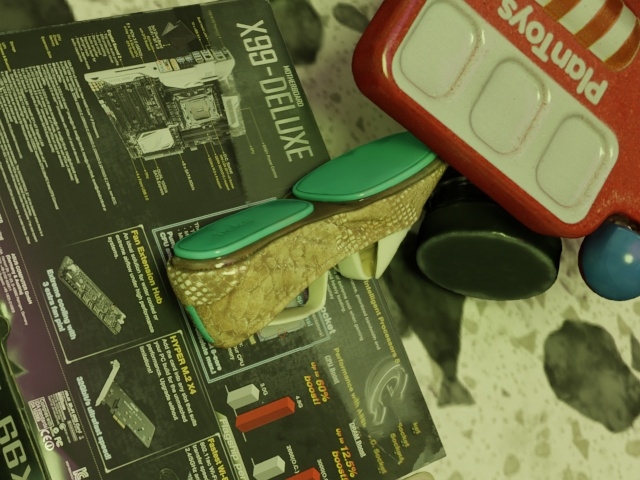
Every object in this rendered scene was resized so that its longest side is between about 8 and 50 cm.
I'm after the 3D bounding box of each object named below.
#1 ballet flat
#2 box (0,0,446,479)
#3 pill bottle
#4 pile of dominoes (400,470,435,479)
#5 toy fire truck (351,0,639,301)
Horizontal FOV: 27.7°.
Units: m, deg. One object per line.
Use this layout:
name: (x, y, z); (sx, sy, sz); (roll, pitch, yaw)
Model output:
ballet flat: (0.000, 0.000, 0.723); (0.206, 0.073, 0.067); (-27, 116, -36)
box: (-0.088, 0.024, 0.732); (0.242, 0.076, 0.308); (-18, 83, -37)
pill bottle: (0.128, -0.076, 0.887); (0.122, 0.123, 0.219); (26, 60, -24)
pile of dominoes: (0.026, 0.285, 0.733); (0.196, 0.040, 0.251); (-21, 82, -21)
toy fire truck: (0.185, -0.107, 0.777); (0.302, 0.169, 0.254); (38, 78, -24)
